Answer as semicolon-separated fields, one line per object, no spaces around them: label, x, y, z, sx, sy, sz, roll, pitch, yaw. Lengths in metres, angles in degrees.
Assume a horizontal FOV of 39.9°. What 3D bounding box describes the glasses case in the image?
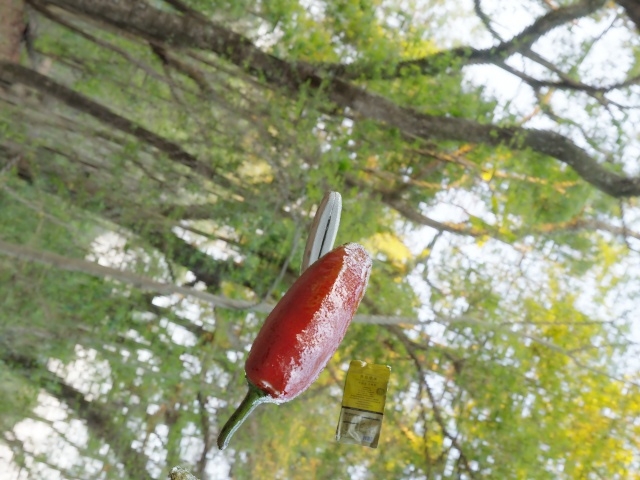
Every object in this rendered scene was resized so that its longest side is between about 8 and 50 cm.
glasses case;0.000;0.000;1.761;0.081;0.051;0.204;164;-58;-78

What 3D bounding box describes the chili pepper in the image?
chili pepper;-0.004;0.098;1.078;0.368;0.091;0.137;-47;163;-44

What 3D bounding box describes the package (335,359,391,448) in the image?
package;0.067;0.255;1.381;0.047;0.071;0.131;69;33;-80

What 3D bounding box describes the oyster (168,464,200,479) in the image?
oyster;-0.179;0.359;1.205;0.045;0.146;0.121;-48;-119;1
